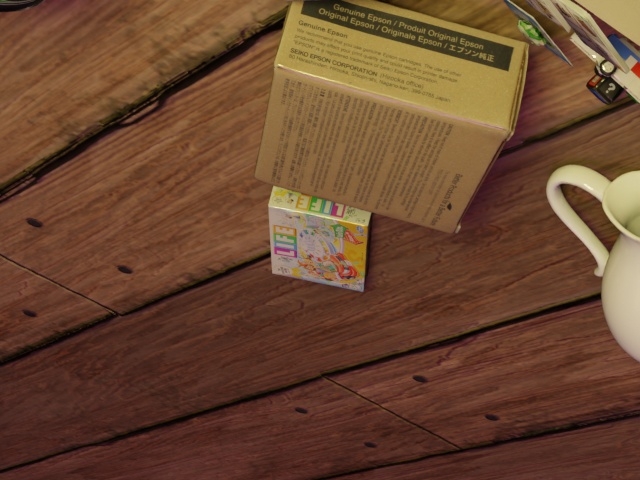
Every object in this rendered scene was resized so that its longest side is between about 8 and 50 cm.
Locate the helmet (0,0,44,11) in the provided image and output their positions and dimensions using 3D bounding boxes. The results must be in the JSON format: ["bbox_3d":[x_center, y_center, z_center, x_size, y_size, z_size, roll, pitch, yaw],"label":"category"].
[{"bbox_3d":[-0.262,-0.249,1.087,0.161,0.169,0.169,17,158,-42],"label":"helmet"}]

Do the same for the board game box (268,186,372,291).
[{"bbox_3d":[0.000,0.000,1.582,0.103,0.026,0.154,12,153,6],"label":"board game box"}]

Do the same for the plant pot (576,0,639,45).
[{"bbox_3d":[0.188,-0.207,0.993,0.109,0.109,0.096,29,108,-26],"label":"plant pot"}]

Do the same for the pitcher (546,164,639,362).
[{"bbox_3d":[0.296,0.020,1.395,0.177,0.125,0.207,23,150,32],"label":"pitcher"}]

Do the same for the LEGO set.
[{"bbox_3d":[0.200,-0.154,1.111,0.244,0.060,0.182,39,-174,-47],"label":"LEGO set"}]

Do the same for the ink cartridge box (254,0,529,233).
[{"bbox_3d":[0.052,-0.104,1.270,0.193,0.088,0.235,15,159,-2],"label":"ink cartridge box"}]
